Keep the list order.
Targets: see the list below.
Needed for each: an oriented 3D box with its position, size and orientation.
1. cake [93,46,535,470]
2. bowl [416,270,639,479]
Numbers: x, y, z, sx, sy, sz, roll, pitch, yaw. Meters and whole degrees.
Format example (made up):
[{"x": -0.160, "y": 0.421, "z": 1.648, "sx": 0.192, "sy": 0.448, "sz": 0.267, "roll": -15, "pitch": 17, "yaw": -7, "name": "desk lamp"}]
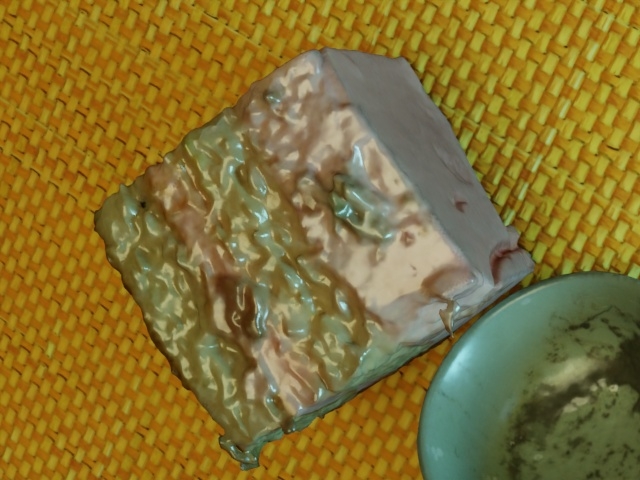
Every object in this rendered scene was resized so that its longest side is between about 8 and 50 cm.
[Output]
[{"x": 0.000, "y": 0.000, "z": 1.589, "sx": 0.307, "sy": 0.293, "sz": 0.314, "roll": -38, "pitch": 82, "yaw": 22, "name": "cake"}, {"x": 0.247, "y": 0.186, "z": 1.526, "sx": 0.289, "sy": 0.146, "sz": 0.289, "roll": -22, "pitch": 45, "yaw": 23, "name": "bowl"}]
